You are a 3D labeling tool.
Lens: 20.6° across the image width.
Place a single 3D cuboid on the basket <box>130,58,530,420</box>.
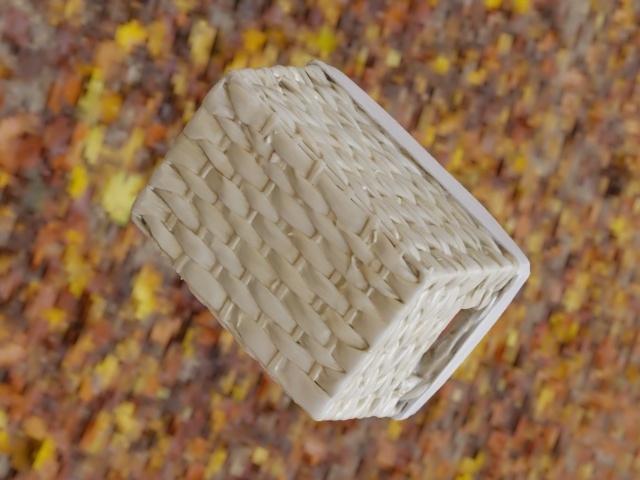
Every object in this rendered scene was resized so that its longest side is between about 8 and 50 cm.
[{"bbox_3d":[0.000,0.000,0.881,0.113,0.167,0.103,-53,156,23],"label":"basket"}]
